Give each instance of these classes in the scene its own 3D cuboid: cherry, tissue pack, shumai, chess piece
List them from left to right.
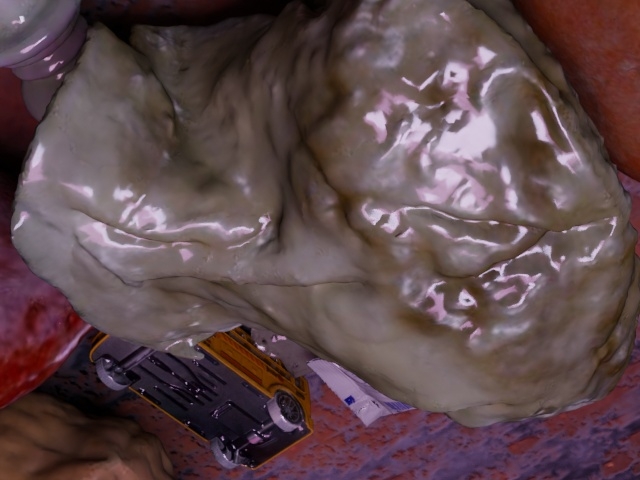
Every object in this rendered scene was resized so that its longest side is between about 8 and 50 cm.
[{"bbox_3d":[-0.247,0.033,0.981,0.249,0.192,0.175,-1,142,-13],"label":"cherry"},{"bbox_3d":[-0.183,-0.144,0.916,0.139,0.139,0.272,-25,134,13],"label":"chess piece"},{"bbox_3d":[0.000,0.000,0.894,0.288,0.292,0.330,-33,114,-5],"label":"shumai"},{"bbox_3d":[0.100,0.078,1.100,0.193,0.026,0.122,-21,149,12],"label":"tissue pack"}]

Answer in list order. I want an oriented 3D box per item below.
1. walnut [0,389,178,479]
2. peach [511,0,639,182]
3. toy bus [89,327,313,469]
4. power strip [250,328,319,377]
[{"bbox_3d":[-0.216,0.256,1.076,0.306,0.306,0.344,26,126,-19],"label":"walnut"},{"bbox_3d":[0.220,-0.145,0.861,0.252,0.252,0.252,-2,124,-2],"label":"peach"},{"bbox_3d":[-0.081,0.089,1.095,0.069,0.074,0.162,-35,122,27],"label":"toy bus"},{"bbox_3d":[0.074,0.012,1.075,0.268,0.034,0.092,-23,122,12],"label":"power strip"}]
